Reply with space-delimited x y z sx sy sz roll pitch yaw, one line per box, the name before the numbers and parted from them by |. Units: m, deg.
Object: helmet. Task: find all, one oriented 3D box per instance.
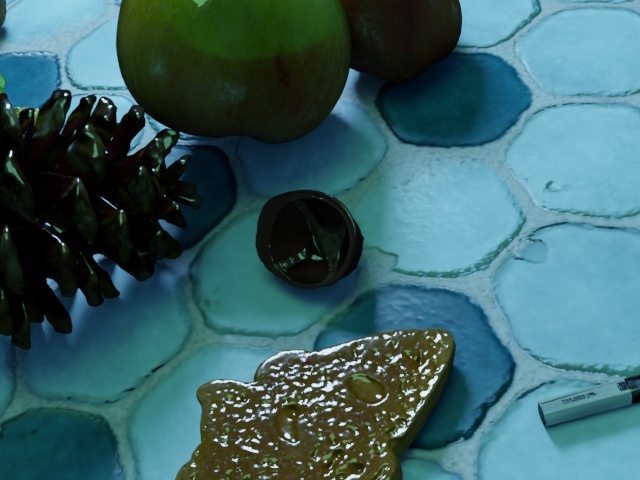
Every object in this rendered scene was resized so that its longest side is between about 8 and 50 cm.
helmet | 0.000 0.000 0.837 0.111 0.057 0.089 18 96 34

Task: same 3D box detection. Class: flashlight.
flashlight | 0.209 0.123 0.694 0.083 0.018 0.018 -15 43 0

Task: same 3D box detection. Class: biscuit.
biscuit | -0.008 0.151 0.708 0.280 0.043 0.183 -30 51 -21

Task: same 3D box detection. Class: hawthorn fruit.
hawthorn fruit | 0.074 -0.278 0.983 0.162 0.203 0.163 -10 46 10

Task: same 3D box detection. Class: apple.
apple | -0.086 -0.203 0.923 0.260 0.194 0.261 13 21 -5

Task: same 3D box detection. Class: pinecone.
pinecone | -0.260 -0.033 0.819 0.309 0.244 0.244 -16 42 -28

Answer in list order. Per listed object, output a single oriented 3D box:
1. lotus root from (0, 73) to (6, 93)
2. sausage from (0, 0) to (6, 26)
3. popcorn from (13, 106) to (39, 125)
lotus root | -0.485 -0.193 1.040 0.186 0.186 0.186 -7 46 8
sausage | -0.552 -0.276 1.218 0.270 0.109 0.109 -34 48 -17
popcorn | -0.353 -0.123 1.047 0.083 0.060 0.068 -7 6 -1
